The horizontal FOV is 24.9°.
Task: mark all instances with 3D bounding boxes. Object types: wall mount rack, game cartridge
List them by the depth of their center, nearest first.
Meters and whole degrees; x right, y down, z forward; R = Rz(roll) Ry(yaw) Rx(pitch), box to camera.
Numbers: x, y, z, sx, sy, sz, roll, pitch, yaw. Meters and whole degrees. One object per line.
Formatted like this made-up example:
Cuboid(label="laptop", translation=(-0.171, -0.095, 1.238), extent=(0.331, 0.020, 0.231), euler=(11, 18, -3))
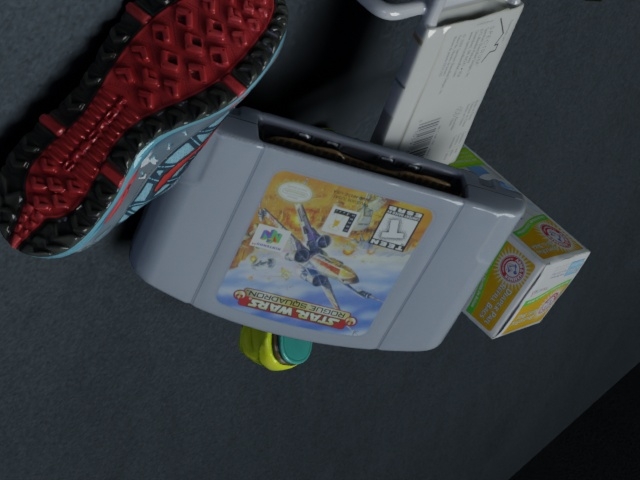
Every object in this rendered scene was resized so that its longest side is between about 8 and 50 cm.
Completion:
Cuboid(label="game cartridge", translation=(0.000, 0.000, 1.228), extent=(0.297, 0.062, 0.198), euler=(14, 125, -16))
Cuboid(label="wall mount rack", translation=(0.103, -0.171, 1.278), extent=(0.304, 0.130, 0.350), euler=(-21, 146, -39))

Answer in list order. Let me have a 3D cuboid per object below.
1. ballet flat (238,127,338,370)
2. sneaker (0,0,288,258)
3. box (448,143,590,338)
Cuboid(label="ballet flat", translation=(-0.034, 0.006, 1.352), extent=(0.077, 0.077, 0.231), euler=(18, 80, -44))
Cuboid(label="sneaker", translation=(-0.130, -0.094, 1.067), extent=(0.262, 0.104, 0.125), euler=(-42, 174, 0))
Cuboid(label="box", translation=(0.163, -0.005, 1.529), extent=(0.114, 0.203, 0.103), euler=(-10, 138, -54))
